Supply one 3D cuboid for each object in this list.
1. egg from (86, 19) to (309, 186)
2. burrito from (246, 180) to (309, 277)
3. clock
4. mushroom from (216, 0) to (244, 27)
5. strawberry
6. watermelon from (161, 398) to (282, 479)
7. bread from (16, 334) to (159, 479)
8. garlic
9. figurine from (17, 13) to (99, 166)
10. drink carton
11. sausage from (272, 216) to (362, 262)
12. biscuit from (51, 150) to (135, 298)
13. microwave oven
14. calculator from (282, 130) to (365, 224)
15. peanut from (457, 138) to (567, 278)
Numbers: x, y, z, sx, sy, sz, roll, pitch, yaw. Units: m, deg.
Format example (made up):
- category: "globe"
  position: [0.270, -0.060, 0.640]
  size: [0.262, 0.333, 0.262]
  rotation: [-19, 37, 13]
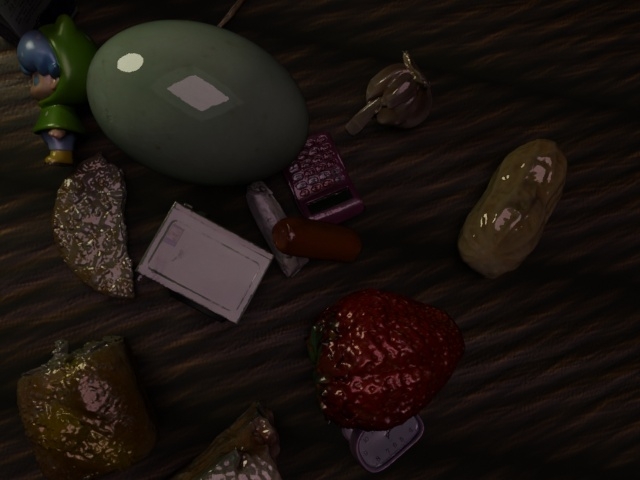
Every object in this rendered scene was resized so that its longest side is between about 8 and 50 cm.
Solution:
- category: "egg"
  position: [-0.210, -0.237, 0.993]
  size: [0.389, 0.276, 0.276]
  rotation: [16, 82, -8]
- category: "burrito"
  position: [-0.087, -0.025, 1.100]
  size: [0.064, 0.064, 0.203]
  rotation: [-28, 91, -10]
- category: "clock"
  position: [0.121, 0.369, 1.091]
  size: [0.153, 0.050, 0.110]
  rotation: [-37, 90, -10]
- category: "mushroom"
  position: [-0.191, -0.462, 1.152]
  size: [0.286, 0.028, 0.026]
  rotation: [-41, 49, -11]
- category: "strawberry"
  position: [0.122, 0.208, 1.012]
  size: [0.289, 0.238, 0.250]
  rotation: [-8, 88, -5]
- category: "watermelon"
  position: [-0.168, 0.431, 0.941]
  size: [0.302, 0.264, 0.151]
  rotation: [-36, 91, -13]
- category: "bread"
  position: [-0.403, 0.283, 0.962]
  size: [0.196, 0.176, 0.246]
  rotation: [-21, 87, -12]
- category: "garlic"
  position: [0.141, -0.274, 1.141]
  size: [0.194, 0.127, 0.131]
  rotation: [-43, 71, 15]
- category: "figurine"
  position: [-0.470, -0.267, 1.025]
  size: [0.143, 0.162, 0.263]
  rotation: [1, 94, -18]
- category: "drink carton"
  position: [-0.535, -0.438, 0.994]
  size: [0.102, 0.222, 0.134]
  rotation: [33, 80, -4]
- category: "sausage"
  position: [0.000, 0.000, 1.074]
  size: [0.198, 0.076, 0.076]
  rotation: [9, 82, -36]
- category: "biscuit"
  position: [-0.431, -0.024, 1.060]
  size: [0.141, 0.038, 0.289]
  rotation: [-8, 84, -8]
- category: "microwave oven"
  position: [-0.208, 0.044, 1.039]
  size: [0.205, 0.129, 0.163]
  rotation: [30, 83, -4]
- category: "calculator"
  position: [-0.002, -0.120, 1.136]
  size: [0.127, 0.034, 0.190]
  rotation: [-23, 82, -9]
- category: "peanut"
  position: [0.395, -0.070, 1.132]
  size: [0.152, 0.152, 0.313]
  rotation: [36, 78, -3]
